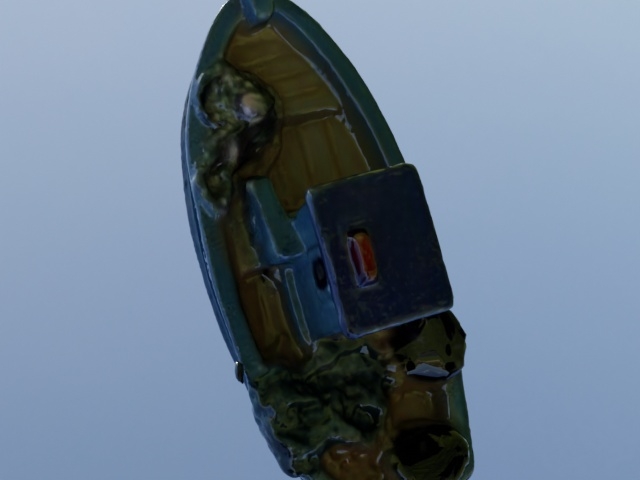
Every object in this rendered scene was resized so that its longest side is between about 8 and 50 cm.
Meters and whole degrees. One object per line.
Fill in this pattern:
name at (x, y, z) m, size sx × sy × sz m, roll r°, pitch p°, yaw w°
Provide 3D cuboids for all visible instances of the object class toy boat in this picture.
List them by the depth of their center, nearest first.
toy boat at (0.000, 0.000, 0.496) m, size 0.100 × 0.097 × 0.223 m, roll -16°, pitch -95°, yaw -23°
